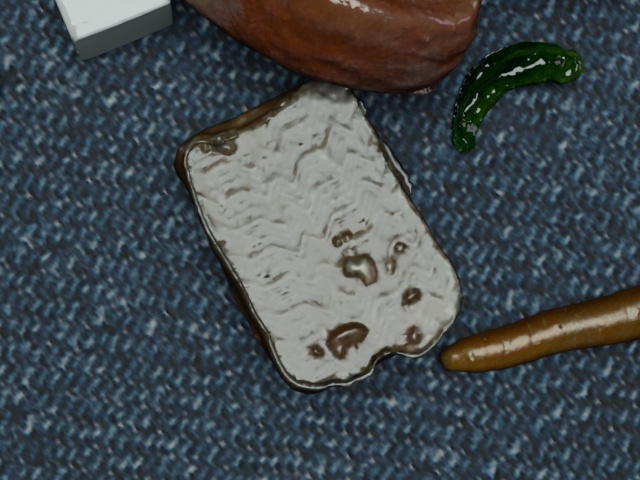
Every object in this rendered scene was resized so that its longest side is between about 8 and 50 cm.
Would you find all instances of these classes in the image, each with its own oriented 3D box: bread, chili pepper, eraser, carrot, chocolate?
[{"bbox_3d":[0.007,-0.198,1.280,0.244,0.123,0.190,10,57,-13],"label":"bread"},{"bbox_3d":[0.138,-0.117,1.366,0.118,0.035,0.055,-34,70,-9],"label":"chili pepper"},{"bbox_3d":[-0.200,-0.286,1.345,0.078,0.076,0.298,-23,87,-5],"label":"eraser"},{"bbox_3d":[0.207,0.059,1.351,0.248,0.043,0.043,-15,86,-2],"label":"carrot"},{"bbox_3d":[0.000,0.000,1.319,0.148,0.093,0.214,-26,86,-3],"label":"chocolate"}]
